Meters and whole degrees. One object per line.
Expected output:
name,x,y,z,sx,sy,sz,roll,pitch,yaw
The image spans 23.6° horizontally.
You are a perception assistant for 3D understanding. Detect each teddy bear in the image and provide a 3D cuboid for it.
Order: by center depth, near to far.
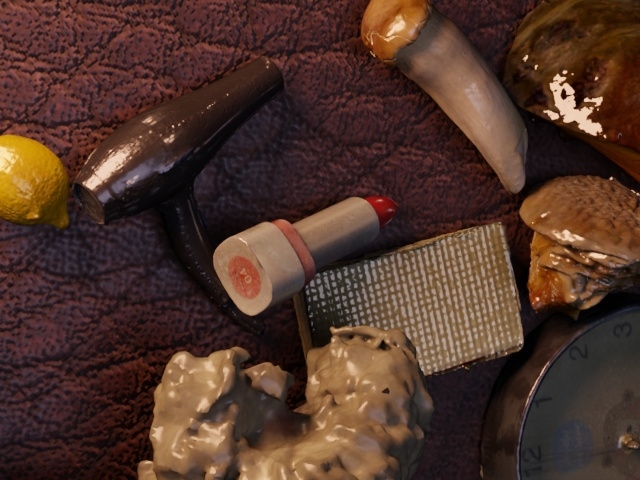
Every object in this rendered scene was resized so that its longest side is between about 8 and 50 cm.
teddy bear,-0.102,0.245,1.182,0.368,0.224,0.357,3,106,4

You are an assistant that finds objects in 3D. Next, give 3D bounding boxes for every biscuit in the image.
biscuit,0.077,0.062,1.317,0.199,0.040,0.121,-14,97,-21

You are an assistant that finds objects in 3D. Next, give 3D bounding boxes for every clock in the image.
clock,0.279,0.187,1.407,0.281,0.055,0.280,-2,96,-23

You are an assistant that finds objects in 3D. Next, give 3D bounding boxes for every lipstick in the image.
lipstick,-0.001,0.001,1.255,0.186,0.057,0.063,-24,80,-43

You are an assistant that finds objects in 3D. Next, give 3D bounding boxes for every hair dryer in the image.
hair dryer,-0.082,-0.019,1.241,0.195,0.075,0.219,-37,118,-25

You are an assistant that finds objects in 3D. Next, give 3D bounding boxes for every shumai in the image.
shumai,0.231,0.014,1.345,0.145,0.145,0.116,0,119,-23

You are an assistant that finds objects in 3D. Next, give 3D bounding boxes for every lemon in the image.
lemon,-0.225,-0.043,1.165,0.092,0.065,0.065,42,79,-15

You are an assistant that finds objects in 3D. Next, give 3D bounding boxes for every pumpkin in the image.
pumpkin,0.332,-0.120,1.352,0.312,0.148,0.169,30,88,-27

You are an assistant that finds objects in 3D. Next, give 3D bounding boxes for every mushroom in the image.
mushroom,0.115,-0.127,1.296,0.071,0.084,0.209,-40,113,8
